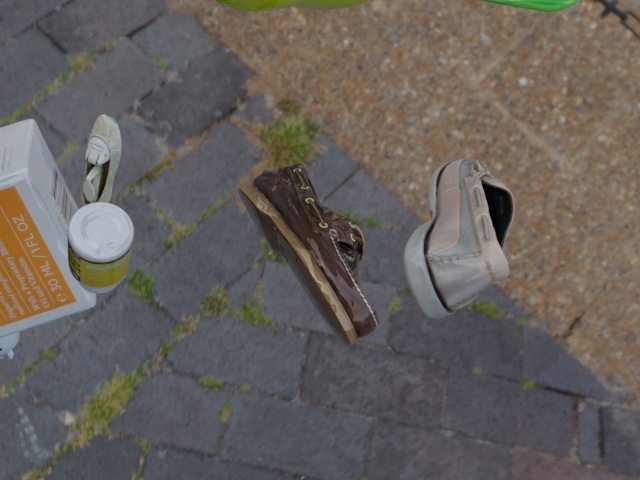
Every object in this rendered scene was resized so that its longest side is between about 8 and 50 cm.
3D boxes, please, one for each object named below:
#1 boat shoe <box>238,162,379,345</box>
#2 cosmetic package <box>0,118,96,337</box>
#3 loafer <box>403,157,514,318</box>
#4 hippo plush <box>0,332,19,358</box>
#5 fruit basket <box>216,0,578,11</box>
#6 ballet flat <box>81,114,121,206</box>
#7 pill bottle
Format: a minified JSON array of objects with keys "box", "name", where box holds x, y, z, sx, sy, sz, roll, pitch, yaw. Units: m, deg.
[{"box":[0.000,0.000,0.738,0.073,0.073,0.207,-26,48,-11],"name":"boat shoe"},{"box":[-0.553,0.032,1.160,0.453,0.230,0.161,-19,35,-1],"name":"cosmetic package"},{"box":[0.068,-0.006,0.376,0.045,0.039,0.125,63,26,-15],"name":"loafer"},{"box":[-0.681,0.168,1.605,0.236,0.234,0.294,30,46,-4],"name":"hippo plush"},{"box":[0.032,-0.294,0.625,0.392,0.392,0.283,8,103,-13],"name":"fruit basket"},{"box":[-0.357,-0.120,1.414,0.057,0.168,0.052,20,33,12],"name":"ballet flat"},{"box":[-0.229,0.013,0.908,0.065,0.116,0.065,6,64,-12],"name":"pill bottle"}]
